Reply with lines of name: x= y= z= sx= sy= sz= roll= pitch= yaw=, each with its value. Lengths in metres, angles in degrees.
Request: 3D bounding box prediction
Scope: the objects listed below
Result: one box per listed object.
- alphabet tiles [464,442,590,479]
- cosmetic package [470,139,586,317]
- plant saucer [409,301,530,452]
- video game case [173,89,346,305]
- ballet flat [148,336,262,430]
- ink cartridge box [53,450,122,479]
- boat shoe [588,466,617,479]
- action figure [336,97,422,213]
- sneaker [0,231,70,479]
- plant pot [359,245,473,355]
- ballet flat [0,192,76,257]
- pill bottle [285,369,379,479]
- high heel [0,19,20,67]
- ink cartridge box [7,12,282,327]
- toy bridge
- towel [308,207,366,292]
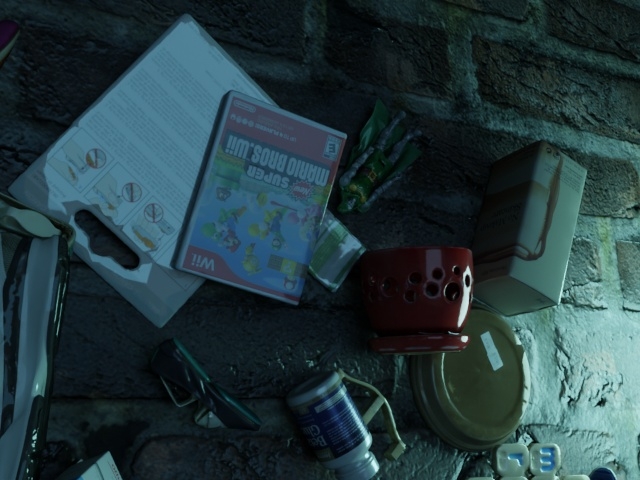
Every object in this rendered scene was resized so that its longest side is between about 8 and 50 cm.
alphabet tiles: x=0.371 y=0.508 z=1.508 sx=0.277 sy=0.021 sz=0.284 roll=4 pitch=80 yaw=-22
cosmetic package: x=0.387 y=-0.021 z=1.600 sx=0.129 sy=0.153 sz=0.296 roll=29 pitch=63 yaw=-21
plant saucer: x=0.283 y=0.244 z=1.533 sx=0.277 sy=0.041 sz=0.278 roll=9 pitch=72 yaw=-29
video game case: x=-0.089 y=-0.064 z=1.297 sx=0.204 sy=0.025 sz=0.285 roll=18 pitch=83 yaw=-20
ballet flat: x=-0.176 y=0.229 z=1.244 sx=0.203 sy=0.074 sz=0.074 roll=48 pitch=58 yaw=-20
ink cartridge box: x=-0.291 y=0.338 z=1.072 sx=0.060 sy=0.180 sz=0.104 roll=-24 pitch=91 yaw=5
boat shoe: x=0.520 y=0.517 z=1.590 sx=0.066 sy=0.066 sz=0.183 roll=29 pitch=73 yaw=-70
action figure: x=0.097 y=-0.131 z=1.506 sx=0.137 sy=0.063 sz=0.232 roll=44 pitch=63 yaw=-18
sneaker: x=-0.471 y=0.199 z=1.042 sx=0.257 sy=0.169 sz=0.448 roll=8 pitch=76 yaw=-12
plant pot: x=0.163 y=0.103 z=1.407 sx=0.191 sy=0.191 sz=0.174 roll=4 pitch=78 yaw=-31
ballet flat: x=-0.445 y=-0.040 z=1.134 sx=0.248 sy=0.086 sz=0.086 roll=26 pitch=65 yaw=-23
pill bottle: x=0.023 y=0.299 z=1.325 sx=0.094 sy=0.094 sz=0.169 roll=-31 pitch=94 yaw=-33
high heel: x=-0.564 y=-0.206 z=1.080 sx=0.181 sy=0.127 sz=0.377 roll=43 pitch=58 yaw=-13
ink cartridge box: x=-0.231 y=-0.108 z=1.304 sx=0.308 sy=0.091 sz=0.385 roll=45 pitch=76 yaw=-15
toy bridge: x=0.083 y=0.283 z=1.407 sx=0.188 sy=0.026 sz=0.063 roll=50 pitch=57 yaw=-11
towel: x=0.000 y=0.000 z=1.431 sx=0.152 sy=0.023 sz=0.113 roll=45 pitch=58 yaw=-14
